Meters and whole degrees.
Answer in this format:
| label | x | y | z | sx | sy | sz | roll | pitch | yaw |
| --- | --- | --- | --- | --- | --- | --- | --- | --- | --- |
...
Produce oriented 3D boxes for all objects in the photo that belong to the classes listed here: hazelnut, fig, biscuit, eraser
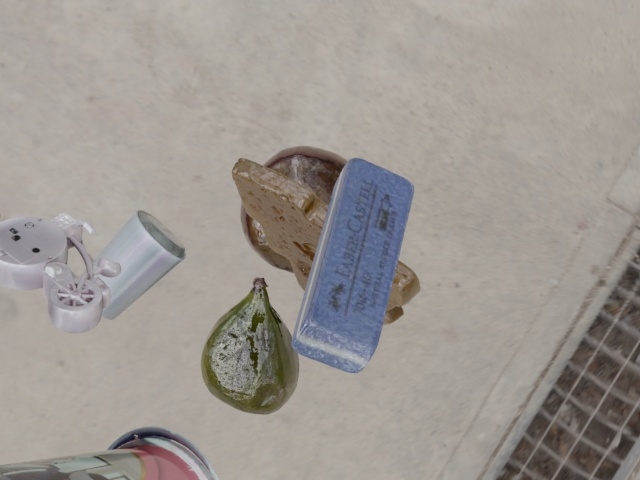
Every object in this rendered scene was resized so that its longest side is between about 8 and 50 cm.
| label | x | y | z | sx | sy | sz | roll | pitch | yaw |
| --- | --- | --- | --- | --- | --- | --- | --- | --- | --- |
| hazelnut | -0.010 | -0.044 | 1.893 | 0.229 | 0.229 | 0.230 | -1 | 88 | 17 |
| fig | -0.077 | 0.132 | 1.517 | 0.133 | 0.126 | 0.185 | 31 | 104 | 27 |
| biscuit | 0.001 | -0.001 | 1.500 | 0.301 | 0.278 | 0.043 | 48 | 69 | -23 |
| eraser | 0.036 | 0.024 | 1.202 | 0.082 | 0.036 | 0.225 | 24 | 60 | -14 |

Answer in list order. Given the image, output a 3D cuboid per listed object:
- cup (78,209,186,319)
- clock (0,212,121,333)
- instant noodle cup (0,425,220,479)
| label | x | y | z | sx | sy | sz | roll | pitch | yaw |
| --- | --- | --- | --- | --- | --- | --- | --- | --- | --- |
| cup | -0.212 | 0.023 | 1.295 | 0.116 | 0.104 | 0.074 | -44 | 110 | 10 |
| clock | -0.209 | 0.023 | 0.928 | 0.129 | 0.087 | 0.041 | 38 | 135 | 32 |
| instant noodle cup | -0.227 | 0.262 | 0.883 | 0.244 | 0.255 | 0.244 | -8 | 78 | 44 |
